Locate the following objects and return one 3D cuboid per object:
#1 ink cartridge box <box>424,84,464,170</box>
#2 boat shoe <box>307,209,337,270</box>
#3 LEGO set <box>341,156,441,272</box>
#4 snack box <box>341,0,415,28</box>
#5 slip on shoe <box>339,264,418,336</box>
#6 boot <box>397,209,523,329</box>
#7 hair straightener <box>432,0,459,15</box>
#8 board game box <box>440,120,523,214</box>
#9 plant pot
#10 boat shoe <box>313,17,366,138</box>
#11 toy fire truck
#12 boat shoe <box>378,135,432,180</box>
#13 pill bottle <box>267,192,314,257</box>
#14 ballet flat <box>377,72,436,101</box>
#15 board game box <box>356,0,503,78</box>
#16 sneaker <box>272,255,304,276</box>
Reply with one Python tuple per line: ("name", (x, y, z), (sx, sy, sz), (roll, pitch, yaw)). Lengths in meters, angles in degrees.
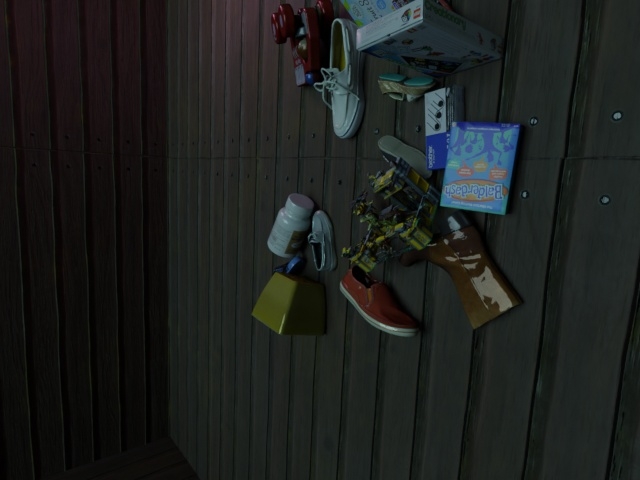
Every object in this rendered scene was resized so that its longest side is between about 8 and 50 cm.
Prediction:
("ink cartridge box", (0.330, -0.294, 1.148), (0.097, 0.046, 0.207), (3, 96, 52))
("boat shoe", (-0.001, 0.001, 1.568), (0.079, 0.081, 0.228), (-21, 77, 51))
("LEGO set", (0.162, -0.074, 1.201), (0.331, 0.192, 0.255), (-25, 31, 59))
("snack box", (0.157, -0.694, 1.223), (0.207, 0.070, 0.174), (49, 146, -20))
("slip on shoe", (0.177, 0.184, 1.338), (0.331, 0.122, 0.102), (42, 121, 47))
("boot", (0.355, 0.098, 1.149), (0.264, 0.096, 0.281), (-38, 71, 39))
("hair straightener", (0.303, -0.584, 1.134), (0.089, 0.047, 0.231), (-48, 48, 38))
("board game box", (0.387, -0.177, 1.051), (0.160, 0.047, 0.211), (11, 103, 31))
("plant pot", (-0.102, 0.231, 1.636), (0.212, 0.212, 0.187), (19, 95, 50))
("boat shoe", (0.057, -0.519, 1.387), (0.135, 0.156, 0.368), (22, 110, 49))
("toy fire truck", (-0.051, -0.662, 1.480), (0.302, 0.169, 0.254), (-135, 33, -68))
("boat shoe", (0.250, -0.231, 1.265), (0.206, 0.075, 0.065), (47, 171, 32))
("pill bottle", (-0.110, -0.058, 1.662), (0.131, 0.131, 0.229), (51, 130, 36))
("ballet flat", (0.248, -0.435, 1.239), (0.206, 0.073, 0.067), (35, 147, 48))
("board game box", (0.260, -0.460, 1.015), (0.192, 0.305, 0.053), (3, 94, 51))
("sneaker", (-0.144, 0.126, 1.763), (0.090, 0.081, 0.232), (54, 134, 24))
